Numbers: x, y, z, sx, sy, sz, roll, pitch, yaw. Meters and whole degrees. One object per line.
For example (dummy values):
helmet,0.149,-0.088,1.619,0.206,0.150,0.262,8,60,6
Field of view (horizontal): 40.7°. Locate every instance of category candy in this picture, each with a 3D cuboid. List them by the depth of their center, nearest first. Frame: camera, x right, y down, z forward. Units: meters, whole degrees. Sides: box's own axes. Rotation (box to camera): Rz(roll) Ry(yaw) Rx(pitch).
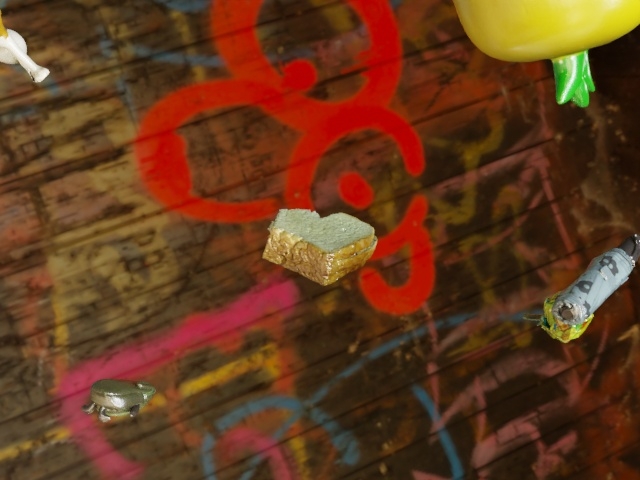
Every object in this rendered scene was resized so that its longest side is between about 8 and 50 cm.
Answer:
candy,0.390,0.132,1.481,0.073,0.077,0.262,25,-6,-1

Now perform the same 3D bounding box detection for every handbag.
handbag,-0.273,0.219,1.204,0.072,0.111,0.047,18,-81,31

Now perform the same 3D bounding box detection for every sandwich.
sandwich,0.000,0.000,0.804,0.093,0.105,0.035,27,-62,30

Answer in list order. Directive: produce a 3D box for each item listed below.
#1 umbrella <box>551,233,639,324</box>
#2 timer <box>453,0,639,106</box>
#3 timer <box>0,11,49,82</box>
umbrella,0.410,0.055,1.259,0.053,0.250,0.052,-28,-87,46
timer,0.307,-0.298,1.103,0.285,0.285,0.285,56,-22,36
timer,-0.543,-0.366,1.365,0.175,0.175,0.266,56,-1,36
